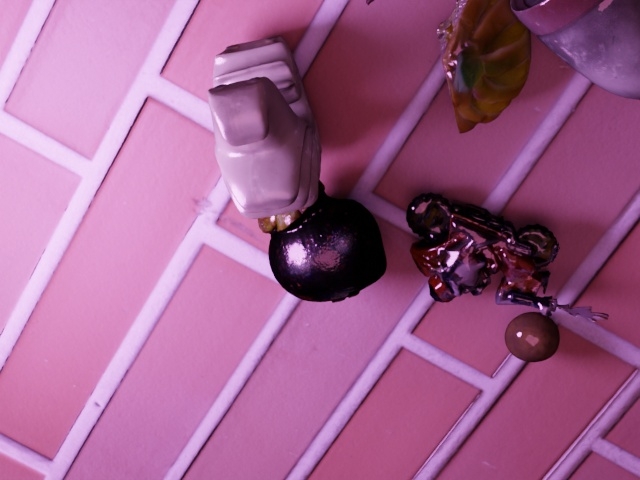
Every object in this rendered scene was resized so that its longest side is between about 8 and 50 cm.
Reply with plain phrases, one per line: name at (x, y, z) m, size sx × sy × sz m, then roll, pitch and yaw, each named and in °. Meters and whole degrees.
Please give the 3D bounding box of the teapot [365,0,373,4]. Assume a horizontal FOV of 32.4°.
teapot at (0.071, -0.444, 1.856) m, size 0.045 × 0.068 × 0.100 m, roll -25°, pitch 74°, yaw 18°

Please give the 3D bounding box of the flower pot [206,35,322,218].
flower pot at (-0.096, -0.179, 1.825) m, size 0.165 × 0.367 × 0.254 m, roll -11°, pitch 114°, yaw 6°

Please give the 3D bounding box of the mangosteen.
mangosteen at (0.000, 0.000, 1.985) m, size 0.243 × 0.243 × 0.243 m, roll 2°, pitch 115°, yaw 4°

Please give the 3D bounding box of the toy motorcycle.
toy motorcycle at (0.335, 0.053, 2.020) m, size 0.401 × 0.134 × 0.207 m, roll 16°, pitch 115°, yaw 0°

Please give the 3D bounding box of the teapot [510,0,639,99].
teapot at (0.509, -0.352, 1.735) m, size 0.312 × 0.315 × 0.233 m, roll 39°, pitch 80°, yaw -20°

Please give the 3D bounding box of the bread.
bread at (0.280, -0.316, 1.847) m, size 0.156 × 0.158 × 0.260 m, roll -13°, pitch 115°, yaw 7°

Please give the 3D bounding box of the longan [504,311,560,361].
longan at (0.403, 0.187, 2.100) m, size 0.106 × 0.106 × 0.119 m, roll 18°, pitch 154°, yaw -3°
